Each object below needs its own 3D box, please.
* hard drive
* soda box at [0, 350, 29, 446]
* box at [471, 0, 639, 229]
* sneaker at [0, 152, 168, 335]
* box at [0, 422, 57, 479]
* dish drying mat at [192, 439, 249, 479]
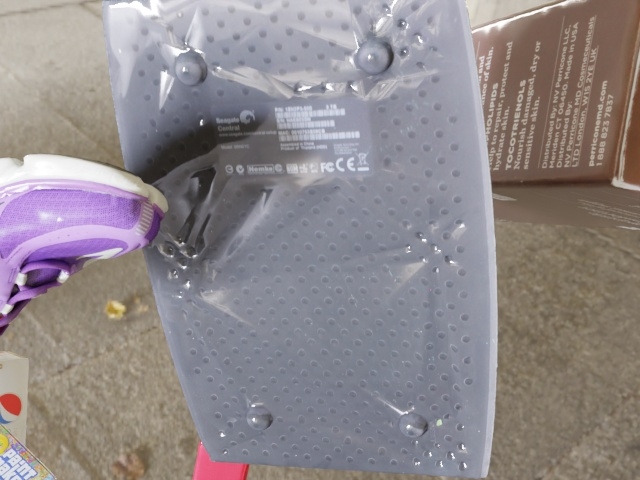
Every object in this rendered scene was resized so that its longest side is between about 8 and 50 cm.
[{"bbox_3d":[0.000,0.000,0.408,0.172,0.254,0.054,-1,26,16],"label":"hard drive"},{"bbox_3d":[-0.498,0.283,1.276,0.069,0.216,0.074,0,3,-45],"label":"soda box"},{"bbox_3d":[0.187,-0.089,0.679,0.191,0.143,0.381,11,0,-22],"label":"box"},{"bbox_3d":[-0.134,0.022,0.327,0.170,0.068,0.071,-23,65,12],"label":"sneaker"},{"bbox_3d":[-0.423,0.446,1.053,0.279,0.290,0.177,-39,39,-28],"label":"box"},{"bbox_3d":[-0.062,0.155,0.499,0.032,0.083,0.008,7,25,-13],"label":"dish drying mat"}]
